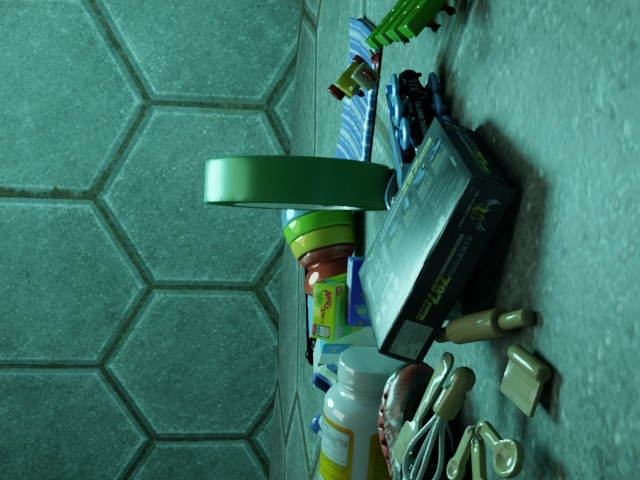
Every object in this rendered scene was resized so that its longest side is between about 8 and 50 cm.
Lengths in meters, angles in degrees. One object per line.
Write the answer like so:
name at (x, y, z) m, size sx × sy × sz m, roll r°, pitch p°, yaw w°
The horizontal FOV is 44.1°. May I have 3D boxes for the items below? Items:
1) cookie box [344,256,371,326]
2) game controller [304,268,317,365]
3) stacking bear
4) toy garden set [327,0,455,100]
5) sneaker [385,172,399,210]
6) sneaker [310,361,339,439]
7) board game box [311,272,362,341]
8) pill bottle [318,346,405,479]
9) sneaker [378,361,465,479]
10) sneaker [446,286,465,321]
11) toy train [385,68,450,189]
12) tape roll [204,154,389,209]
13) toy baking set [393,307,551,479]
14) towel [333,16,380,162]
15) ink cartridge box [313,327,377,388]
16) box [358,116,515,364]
cookie box at (0.088, 0.081, 1.259) m, size 0.040 × 0.092 × 0.107 m, roll -143°, pitch 55°, yaw -75°
game controller at (-0.005, 0.152, 2.007) m, size 0.166 × 0.067 × 0.319 m, roll 109°, pitch 160°, yaw -66°
stacking bear at (0.000, 0.000, 1.652) m, size 0.175 × 0.164 × 0.289 m, roll 18°, pitch -127°, yaw -66°
toy garden set at (0.106, -0.269, 1.074) m, size 0.204 × 0.049 × 0.244 m, roll -50°, pitch 13°, yaw 2°
sneaker at (0.137, -0.037, 1.081) m, size 0.078 × 0.067 × 0.188 m, roll -58°, pitch 23°, yaw 33°
sneaker at (0.047, 0.352, 1.368) m, size 0.112 × 0.131 × 0.296 m, roll 105°, pitch 163°, yaw -54°
board game box at (0.050, 0.104, 1.335) m, size 0.181 × 0.043 × 0.092 m, roll -12°, pitch -73°, yaw -59°
pill bottle at (0.070, 0.291, 1.188) m, size 0.136 × 0.136 × 0.245 m, roll -115°, pitch 27°, yaw -72°
sneaker at (0.127, 0.276, 0.937) m, size 0.135 × 0.098 × 0.276 m, roll 133°, pitch 142°, yaw -68°
sneaker at (0.149, 0.060, 0.997) m, size 0.166 × 0.065 × 0.076 m, roll 168°, pitch 119°, yaw -78°
toy train at (0.129, -0.151, 1.068) m, size 0.105 × 0.080 × 0.184 m, roll 91°, pitch 175°, yaw -46°
tape roll at (-0.041, -0.095, 1.379) m, size 0.321 × 0.321 × 0.077 m, roll -177°, pitch 89°, yaw -82°
toy baking set at (0.139, 0.167, 0.811) m, size 0.256 × 0.030 × 0.197 m, roll -21°, pitch 52°, yaw 65°
towel at (0.072, -0.277, 1.630) m, size 0.243 × 0.040 × 0.336 m, roll -108°, pitch 21°, yaw -65°
ink cartridge box at (0.043, 0.218, 1.511) m, size 0.180 × 0.104 × 0.060 m, roll 103°, pitch 166°, yaw -53°
box at (0.123, -0.004, 0.905) m, size 0.183 × 0.059 × 0.232 m, roll -101°, pitch 33°, yaw -62°
